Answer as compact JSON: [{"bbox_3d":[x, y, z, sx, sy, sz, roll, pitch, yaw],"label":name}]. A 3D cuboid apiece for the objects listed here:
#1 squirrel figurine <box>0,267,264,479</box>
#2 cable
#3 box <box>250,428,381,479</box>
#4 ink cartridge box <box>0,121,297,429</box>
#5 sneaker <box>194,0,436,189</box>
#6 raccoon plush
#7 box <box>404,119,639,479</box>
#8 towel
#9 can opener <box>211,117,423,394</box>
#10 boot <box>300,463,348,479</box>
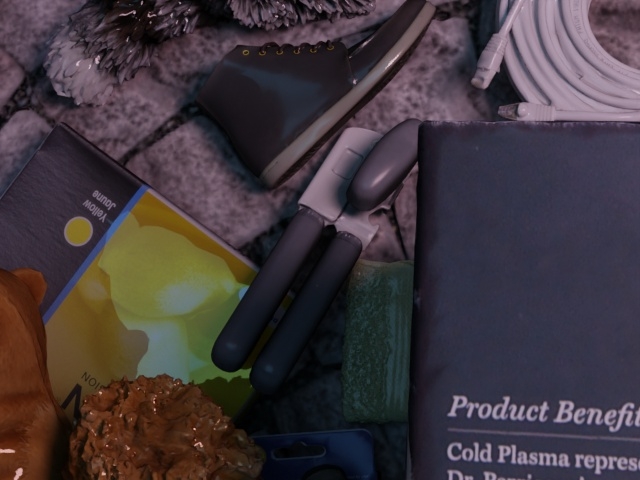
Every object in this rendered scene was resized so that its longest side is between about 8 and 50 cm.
[{"bbox_3d":[-0.224,0.200,0.980,0.396,0.281,0.371,-1,88,6],"label":"squirrel figurine"},{"bbox_3d":[0.282,-0.192,1.069,0.257,0.089,0.257,17,84,10],"label":"cable"},{"bbox_3d":[-0.009,0.281,1.072,0.136,0.036,0.225,-5,82,8],"label":"box"},{"bbox_3d":[-0.209,0.099,1.115,0.303,0.072,0.307,35,86,11],"label":"ink cartridge box"},{"bbox_3d":[-0.006,-0.162,1.105,0.222,0.083,0.118,-44,87,2],"label":"sneaker"},{"bbox_3d":[-0.070,-0.274,1.029,0.216,0.299,0.446,44,91,12],"label":"raccoon plush"},{"bbox_3d":[0.219,0.199,0.821,0.297,0.480,0.472,3,82,10],"label":"box"},{"bbox_3d":[0.070,0.090,1.087,0.110,0.027,0.148,2,82,16],"label":"towel"},{"bbox_3d":[0.000,0.000,1.051,0.074,0.093,0.280,30,63,4],"label":"can opener"},{"bbox_3d":[0.021,0.316,0.979,0.083,0.161,0.247,3,100,-21],"label":"boot"}]
